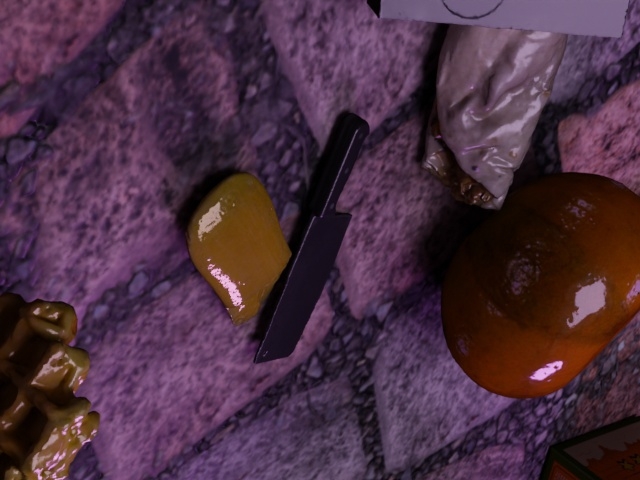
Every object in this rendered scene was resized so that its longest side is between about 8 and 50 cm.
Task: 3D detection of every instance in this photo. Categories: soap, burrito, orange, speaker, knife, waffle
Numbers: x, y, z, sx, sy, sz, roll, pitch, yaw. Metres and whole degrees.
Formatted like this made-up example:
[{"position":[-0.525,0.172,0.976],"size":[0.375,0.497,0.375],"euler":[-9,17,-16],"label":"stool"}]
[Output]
[{"position":[-0.063,0.011,1.302],"size":[0.089,0.033,0.168],"euler":[-45,142,-13],"label":"soap"},{"position":[0.170,-0.209,1.348],"size":[0.117,0.076,0.392],"euler":[6,114,-20],"label":"burrito"},{"position":[0.219,0.039,1.489],"size":[0.240,0.171,0.240],"euler":[-45,168,-12],"label":"orange"},{"position":[0.152,-0.219,1.267],"size":[0.218,0.044,0.082],"euler":[3,115,-16],"label":"speaker"},{"position":[0.000,0.000,1.373],"size":[0.072,0.019,0.245],"euler":[-8,124,-57],"label":"knife"},{"position":[-0.240,0.135,1.113],"size":[0.211,0.160,0.055],"euler":[-56,141,3],"label":"waffle"}]

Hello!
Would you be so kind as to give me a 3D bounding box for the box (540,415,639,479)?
[{"position":[0.366,0.349,1.887],"size":[0.178,0.148,0.194],"euler":[-10,124,-39],"label":"box"}]
